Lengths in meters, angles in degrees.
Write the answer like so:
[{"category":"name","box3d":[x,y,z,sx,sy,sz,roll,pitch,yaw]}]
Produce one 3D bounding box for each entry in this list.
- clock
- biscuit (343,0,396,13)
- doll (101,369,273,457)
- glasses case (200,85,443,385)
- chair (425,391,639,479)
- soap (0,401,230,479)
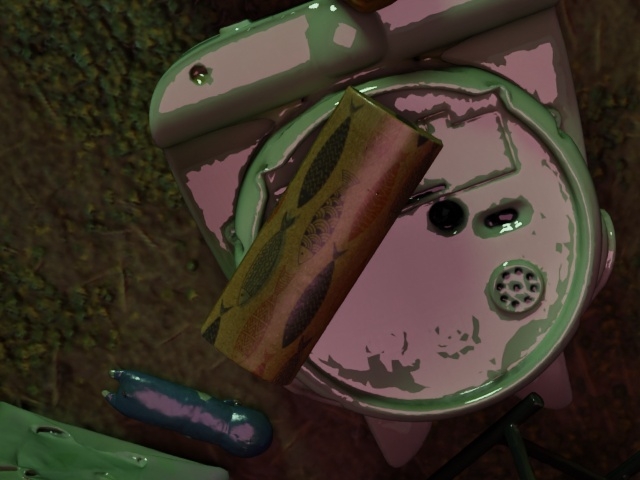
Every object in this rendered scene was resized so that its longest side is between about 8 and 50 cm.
[{"category":"clock","box3d":[0.060,-0.008,0.709,0.265,0.108,0.324,-21,103,2]},{"category":"biscuit","box3d":[-0.016,-0.235,0.651,0.239,0.041,0.212,5,71,10]},{"category":"doll","box3d":[-0.093,0.121,0.773,0.125,0.027,0.037,21,100,-4]},{"category":"glasses case","box3d":[0.000,0.000,0.633,0.065,0.041,0.170,31,102,-7]},{"category":"chair","box3d":[0.105,0.245,0.726,0.141,0.154,0.260,28,121,-29]},{"category":"soap","box3d":[-0.174,0.238,0.736,0.182,0.138,0.199,19,101,-5]}]
